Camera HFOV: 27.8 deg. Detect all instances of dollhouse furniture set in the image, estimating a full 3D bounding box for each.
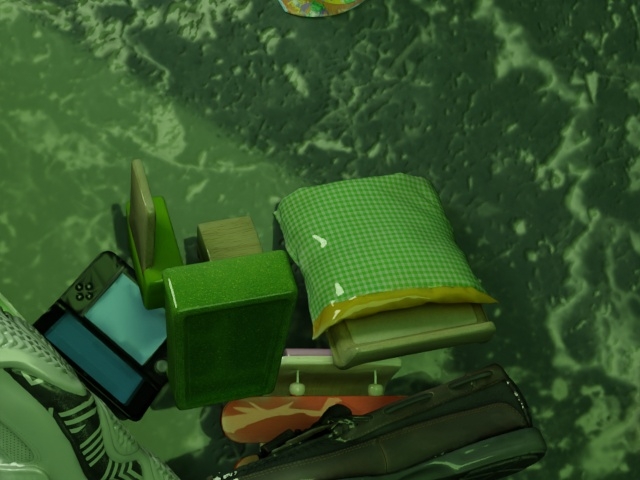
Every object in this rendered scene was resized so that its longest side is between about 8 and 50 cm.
[{"bbox_3d":[0.000,0.000,1.099,0.302,0.151,0.197,-9,53,-15],"label":"dollhouse furniture set"}]

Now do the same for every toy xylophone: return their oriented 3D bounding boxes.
[{"bbox_3d":[0.037,0.251,1.151,0.236,0.081,0.322,-6,84,-14],"label":"toy xylophone"}]

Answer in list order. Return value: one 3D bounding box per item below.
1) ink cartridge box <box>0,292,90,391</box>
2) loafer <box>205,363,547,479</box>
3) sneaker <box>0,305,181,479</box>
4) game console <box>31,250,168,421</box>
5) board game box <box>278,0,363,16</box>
[{"bbox_3d":[-0.337,0.150,1.090,0.235,0.056,0.171,-43,94,-17],"label":"ink cartridge box"},{"bbox_3d":[0.039,0.173,1.079,0.303,0.109,0.095,-8,65,-20],"label":"loafer"},{"bbox_3d":[-0.233,0.215,1.017,0.210,0.137,0.366,-43,123,-11],"label":"sneaker"},{"bbox_3d":[-0.174,0.081,1.129,0.122,0.071,0.107,42,76,-5],"label":"game console"},{"bbox_3d":[-0.005,-0.301,1.239,0.133,0.033,0.168,-32,91,-15],"label":"board game box"}]
